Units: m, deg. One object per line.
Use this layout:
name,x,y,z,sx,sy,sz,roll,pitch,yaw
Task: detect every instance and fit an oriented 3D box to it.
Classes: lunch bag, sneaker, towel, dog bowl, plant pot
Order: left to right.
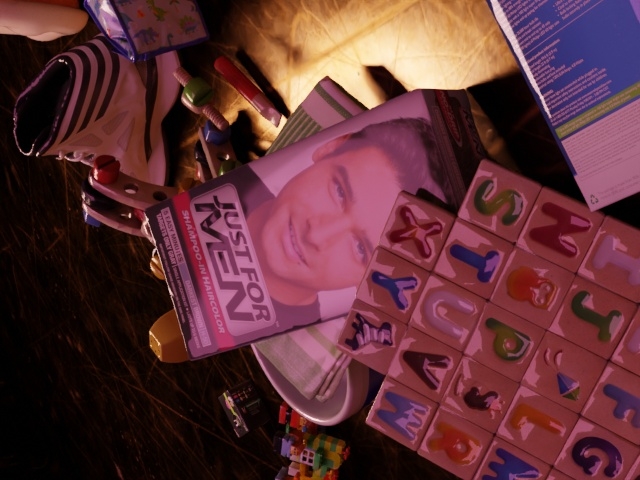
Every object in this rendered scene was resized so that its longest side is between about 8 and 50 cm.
sneaker,-0.392,-0.174,1.487,0.169,0.258,0.447,53,148,22
lunch bag,-0.251,-0.329,1.286,0.151,0.129,0.096,53,148,20
plant pot,-0.288,0.191,1.739,0.081,0.083,0.081,44,142,35
dog bowl,-0.002,0.110,1.207,0.265,0.104,0.264,36,137,42
towel,0.000,0.000,1.049,0.248,0.038,0.324,44,117,25

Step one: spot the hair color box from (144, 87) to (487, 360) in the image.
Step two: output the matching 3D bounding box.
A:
hair color box,0.000,-0.009,0.948,0.375,0.114,0.185,-20,86,32

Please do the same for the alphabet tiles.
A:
alphabet tiles,0.190,0.103,0.787,0.343,0.011,0.285,27,110,15

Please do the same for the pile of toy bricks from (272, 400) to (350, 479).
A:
pile of toy bricks,-0.005,0.320,1.374,0.105,0.118,0.212,14,118,16

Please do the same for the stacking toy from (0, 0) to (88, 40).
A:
stacking toy,-0.579,-0.598,1.534,0.351,0.351,0.479,17,107,53

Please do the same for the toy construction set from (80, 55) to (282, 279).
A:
toy construction set,-0.154,-0.068,1.244,0.237,0.257,0.308,46,114,23

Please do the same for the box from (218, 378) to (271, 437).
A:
box,-0.137,0.303,1.605,0.083,0.052,0.062,60,149,10

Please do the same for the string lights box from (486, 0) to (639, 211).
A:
string lights box,0.220,-0.168,0.694,0.133,0.077,0.259,-31,83,59
